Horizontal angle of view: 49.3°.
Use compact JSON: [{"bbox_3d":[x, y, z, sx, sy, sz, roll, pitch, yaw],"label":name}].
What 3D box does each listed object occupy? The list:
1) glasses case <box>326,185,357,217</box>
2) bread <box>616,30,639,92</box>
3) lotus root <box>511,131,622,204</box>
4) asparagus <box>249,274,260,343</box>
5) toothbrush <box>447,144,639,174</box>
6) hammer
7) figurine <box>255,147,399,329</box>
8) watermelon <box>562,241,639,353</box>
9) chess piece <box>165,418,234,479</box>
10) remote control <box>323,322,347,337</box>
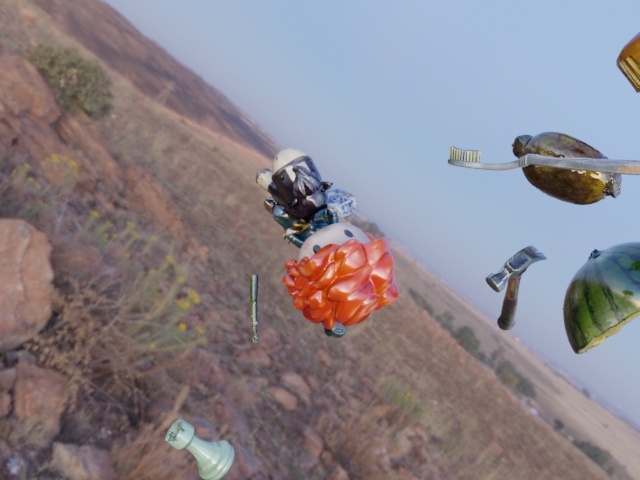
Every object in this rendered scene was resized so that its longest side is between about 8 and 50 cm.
[{"bbox_3d":[-0.009,-0.107,1.768,0.248,0.087,0.065,20,-46,48],"label":"glasses case"},{"bbox_3d":[0.690,-0.391,1.401,0.114,0.132,0.190,54,-26,0],"label":"bread"},{"bbox_3d":[0.424,-0.128,1.221,0.209,0.120,0.120,32,0,32],"label":"lotus root"},{"bbox_3d":[-0.120,0.125,1.268,0.018,0.127,0.015,5,-14,-28],"label":"asparagus"},{"bbox_3d":[0.359,-0.117,1.057,0.375,0.037,0.028,10,15,39],"label":"toothbrush"},{"bbox_3d":[0.332,0.096,1.216,0.033,0.111,0.288,47,-11,27],"label":"hammer"},{"bbox_3d":[-0.003,-0.011,1.479,0.412,0.241,0.306,65,-25,13],"label":"figurine"},{"bbox_3d":[0.692,0.113,1.637,0.189,0.330,0.330,64,15,23],"label":"watermelon"},{"bbox_3d":[-0.191,0.324,1.092,0.103,0.067,0.067,45,1,-23],"label":"chess piece"},{"bbox_3d":[0.046,0.126,1.701,0.072,0.222,0.042,8,-6,-23],"label":"remote control"}]
